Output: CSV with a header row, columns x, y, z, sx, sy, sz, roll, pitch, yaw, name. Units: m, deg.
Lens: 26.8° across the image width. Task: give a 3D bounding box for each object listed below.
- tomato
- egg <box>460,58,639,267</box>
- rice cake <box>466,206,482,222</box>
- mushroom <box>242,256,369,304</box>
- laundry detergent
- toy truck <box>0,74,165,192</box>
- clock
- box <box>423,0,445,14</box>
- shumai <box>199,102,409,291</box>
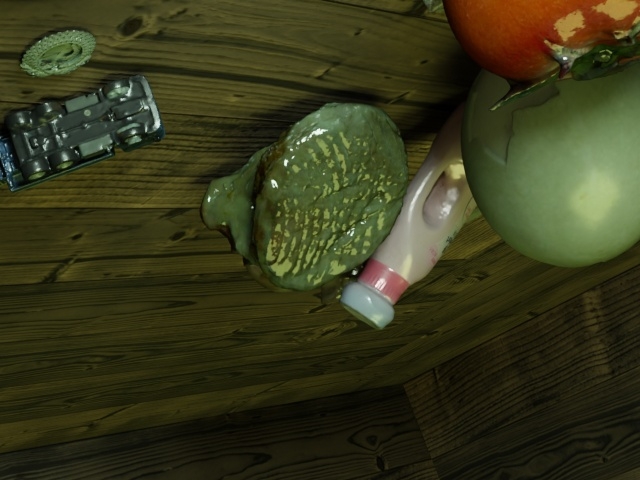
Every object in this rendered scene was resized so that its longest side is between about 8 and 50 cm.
x,y,z,sx,sy,sz,roll,pitch,yaw,name
0.243,-0.258,1.290,0.256,0.224,0.256,-18,169,-4,tomato
0.315,-0.140,1.710,0.278,0.278,0.336,-18,129,-11,egg
0.322,-0.103,2.263,0.256,0.057,0.052,-29,145,29,rice cake
0.000,0.000,1.966,0.255,0.184,0.255,-22,178,-1,mushroom
0.146,-0.031,1.883,0.335,0.088,0.159,-56,149,-9,laundry detergent
-0.267,-0.107,1.437,0.202,0.074,0.088,-20,170,-1,toy truck
-0.255,-0.183,1.309,0.074,0.010,0.083,-12,162,-28,clock
0.143,-0.271,1.428,0.045,0.062,0.098,-36,157,32,box
-0.026,-0.083,1.770,0.272,0.203,0.222,-42,130,-3,shumai
